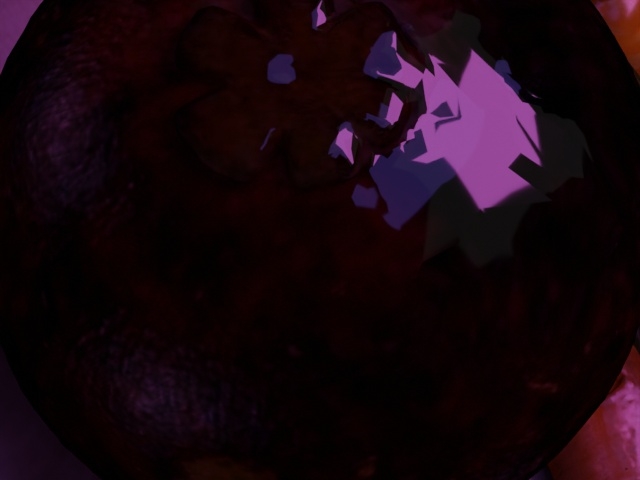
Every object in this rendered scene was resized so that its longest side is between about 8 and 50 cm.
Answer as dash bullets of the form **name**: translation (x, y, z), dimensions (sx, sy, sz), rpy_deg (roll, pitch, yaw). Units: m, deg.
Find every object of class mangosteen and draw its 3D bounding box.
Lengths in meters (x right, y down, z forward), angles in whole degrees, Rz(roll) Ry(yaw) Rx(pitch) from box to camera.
- **mangosteen**: translation (0.000, 0.000, 0.888), dimensions (0.359, 0.306, 0.306), rpy_deg (83, -7, -66)

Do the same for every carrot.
- **carrot**: translation (0.182, 0.145, 1.171), dimensions (0.087, 0.087, 0.193), rpy_deg (9, 57, -49)

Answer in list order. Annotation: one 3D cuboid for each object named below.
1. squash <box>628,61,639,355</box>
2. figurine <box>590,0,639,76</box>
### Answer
- **squash**: translation (0.213, -0.025, 1.300), dimensions (0.071, 0.080, 0.318), rpy_deg (-17, 87, -25)
- **figurine**: translation (0.231, -0.158, 1.440), dimensions (0.156, 0.131, 0.246), rpy_deg (33, 26, 25)
